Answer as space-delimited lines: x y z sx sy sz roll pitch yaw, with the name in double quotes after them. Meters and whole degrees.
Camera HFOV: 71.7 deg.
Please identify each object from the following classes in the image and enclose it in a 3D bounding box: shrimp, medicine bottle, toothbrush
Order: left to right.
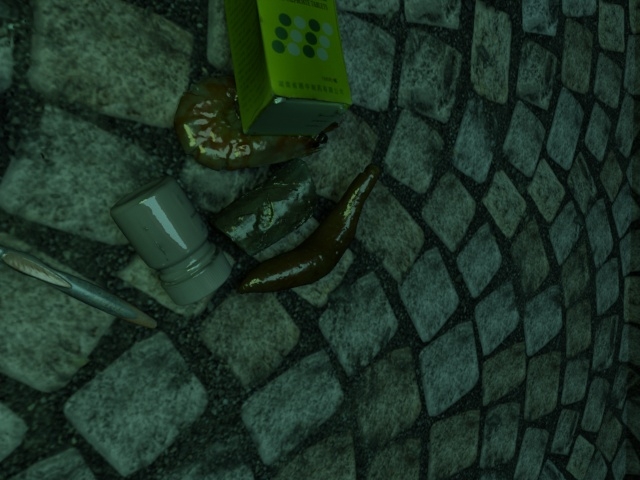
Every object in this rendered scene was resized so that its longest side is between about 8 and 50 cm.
-0.376 0.035 0.578 0.375 0.037 0.028 38 76 -35 "toothbrush"
-0.214 0.000 0.644 0.105 0.105 0.168 -39 115 -26 "medicine bottle"
-0.093 -0.196 0.738 0.294 0.062 0.154 -8 94 -33 "shrimp"
-0.052 -0.296 0.672 0.137 0.141 0.251 -6 83 -27 "medicine bottle"

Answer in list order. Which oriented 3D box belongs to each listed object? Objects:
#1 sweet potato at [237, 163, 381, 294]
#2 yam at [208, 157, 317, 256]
0.004 0.002 0.804 0.346 0.079 0.108 -45 145 -17 "sweet potato"
-0.087 -0.047 0.733 0.183 0.107 0.107 -36 114 -20 "yam"
